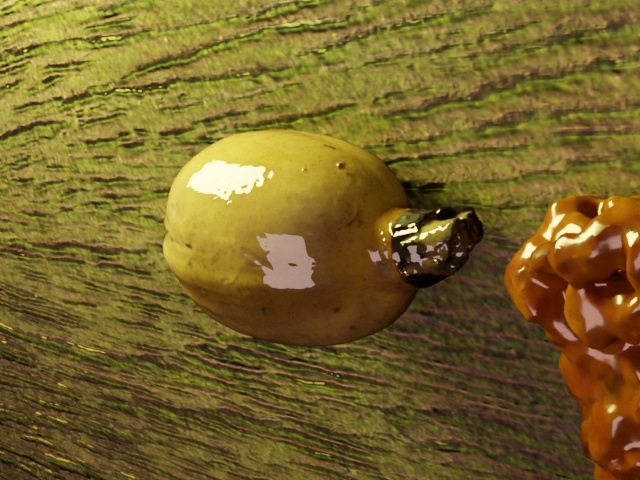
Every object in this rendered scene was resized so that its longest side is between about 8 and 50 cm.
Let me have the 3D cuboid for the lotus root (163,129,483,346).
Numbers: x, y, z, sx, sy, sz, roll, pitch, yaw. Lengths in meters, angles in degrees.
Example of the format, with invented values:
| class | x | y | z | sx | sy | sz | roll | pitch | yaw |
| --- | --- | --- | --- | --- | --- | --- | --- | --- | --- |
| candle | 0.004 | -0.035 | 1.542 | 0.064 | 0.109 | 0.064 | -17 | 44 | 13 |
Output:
| class | x | y | z | sx | sy | sz | roll | pitch | yaw |
| --- | --- | --- | --- | --- | --- | --- | --- | --- | --- |
| lotus root | 0.000 | 0.000 | 1.130 | 0.310 | 0.183 | 0.183 | 8 | 125 | 40 |

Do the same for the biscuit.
| class | x | y | z | sx | sy | sz | roll | pitch | yaw |
| --- | --- | --- | --- | --- | --- | --- | --- | --- | --- |
| biscuit | 0.283 | 0.108 | 0.926 | 0.318 | 0.110 | 0.312 | 3 | 122 | 49 |
